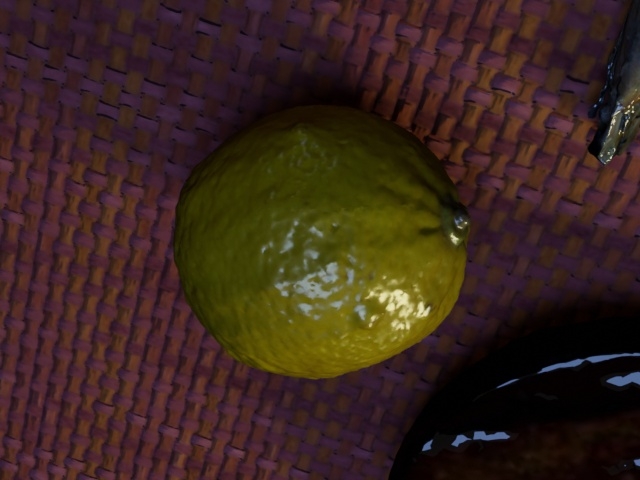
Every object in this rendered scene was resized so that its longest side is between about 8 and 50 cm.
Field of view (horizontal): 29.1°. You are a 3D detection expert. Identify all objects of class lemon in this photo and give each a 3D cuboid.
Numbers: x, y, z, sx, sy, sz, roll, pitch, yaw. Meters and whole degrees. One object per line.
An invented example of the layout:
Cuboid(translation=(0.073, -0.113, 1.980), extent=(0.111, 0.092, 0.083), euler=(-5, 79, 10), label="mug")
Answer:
Cuboid(translation=(0.000, 0.000, 0.874), extent=(0.231, 0.192, 0.192), euler=(-13, 117, 28), label="lemon")

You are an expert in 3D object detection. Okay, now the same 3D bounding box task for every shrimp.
Cuboid(translation=(0.247, -0.112, 0.795), extent=(0.046, 0.152, 0.219), euler=(-12, 141, -31), label="shrimp")

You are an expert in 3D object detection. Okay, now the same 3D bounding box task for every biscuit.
Cuboid(translation=(0.256, 0.233, 1.020), extent=(0.407, 0.091, 0.407), euler=(5, 119, 9), label="biscuit")
